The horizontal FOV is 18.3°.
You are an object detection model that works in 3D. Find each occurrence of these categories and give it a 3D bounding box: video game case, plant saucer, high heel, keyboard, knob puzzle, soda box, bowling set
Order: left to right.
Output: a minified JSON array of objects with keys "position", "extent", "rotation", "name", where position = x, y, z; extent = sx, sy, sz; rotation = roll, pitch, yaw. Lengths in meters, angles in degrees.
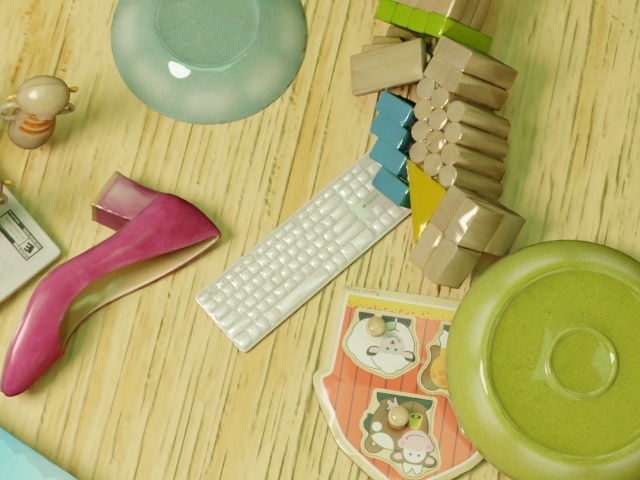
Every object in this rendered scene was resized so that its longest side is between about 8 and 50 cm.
[{"position":[-0.367,-0.007,1.850],"extent":[0.173,0.022,0.190],"rotation":[-40,88,-24],"name":"video game case"},{"position":[-0.349,-0.050,1.772],"extent":[0.287,0.154,0.200],"rotation":[-5,75,-18],"name":"bowling set"},{"position":[-0.272,0.223,1.781],"extent":[0.210,0.067,0.071],"rotation":[32,74,10],"name":"soda box"},{"position":[-0.196,0.057,1.838],"extent":[0.117,0.082,0.244],"rotation":[27,65,7],"name":"high heel"},{"position":[-0.110,-0.209,1.947],"extent":[0.195,0.037,0.195],"rotation":[0,72,-1],"name":"plant saucer"},{"position":[0.000,0.000,1.889],"extent":[0.256,0.014,0.072],"rotation":[-40,76,-13],"name":"keyboard"},{"position":[0.088,0.141,1.833],"extent":[0.213,0.030,0.213],"rotation":[0,71,-1],"name":"knob puzzle"},{"position":[0.235,0.114,1.820],"extent":[0.241,0.037,0.241],"rotation":[1,79,-6],"name":"plant saucer"}]

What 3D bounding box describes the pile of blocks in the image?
[{"position":[0.120,-0.128,1.894],"extent":[0.149,0.113,0.362],"rotation":[-7,76,36],"name":"pile of blocks"}]
